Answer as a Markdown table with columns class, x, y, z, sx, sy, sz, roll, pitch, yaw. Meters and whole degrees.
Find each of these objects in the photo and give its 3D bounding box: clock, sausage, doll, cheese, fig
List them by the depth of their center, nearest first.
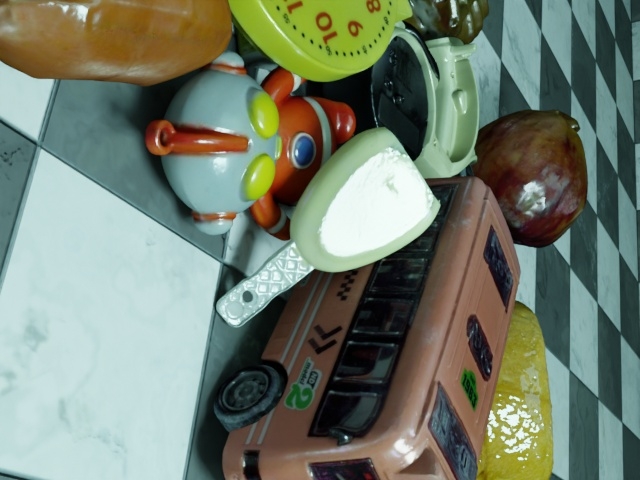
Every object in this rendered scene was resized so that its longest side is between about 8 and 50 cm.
| class | x | y | z | sx | sy | sz | roll | pitch | yaw |
| --- | --- | --- | --- | --- | --- | --- | --- | --- | --- |
| sausage | -0.168 | -0.189 | 0.695 | 0.258 | 0.133 | 0.133 | -10 | 92 | -59 |
| doll | -0.060 | -0.096 | 0.873 | 0.336 | 0.105 | 0.199 | -2 | 100 | -61 |
| cheese | 0.000 | 0.000 | 0.885 | 0.251 | 0.054 | 0.127 | -40 | 113 | -6 |
| clock | -0.002 | -0.306 | 0.888 | 0.293 | 0.071 | 0.277 | -47 | 117 | -44 |
| clock | 0.129 | -0.191 | 1.188 | 0.379 | 0.120 | 0.276 | 28 | 65 | -58 |
| fig | 0.348 | -0.107 | 1.479 | 0.224 | 0.224 | 0.263 | 61 | 33 | -32 |

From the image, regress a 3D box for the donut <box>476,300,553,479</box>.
| class | x | y | z | sx | sy | sz | roll | pitch | yaw |
| --- | --- | --- | --- | --- | --- | --- | --- | --- | --- |
| donut | 0.216 | 0.222 | 1.173 | 0.299 | 0.150 | 0.317 | -90 | 177 | -61 |

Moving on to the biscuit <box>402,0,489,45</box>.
| class | x | y | z | sx | sy | sz | roll | pitch | yaw |
| --- | --- | --- | --- | --- | --- | --- | --- | --- | --- |
| biscuit | 0.171 | -0.453 | 1.349 | 0.332 | 0.103 | 0.332 | 21 | 65 | -56 |

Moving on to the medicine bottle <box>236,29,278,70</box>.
| class | x | y | z | sx | sy | sz | roll | pitch | yaw |
| --- | --- | --- | --- | --- | --- | --- | --- | --- | --- |
| medicine bottle | -0.034 | -0.290 | 0.977 | 0.132 | 0.088 | 0.188 | -6 | 89 | -55 |

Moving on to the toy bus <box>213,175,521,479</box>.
| class | x | y | z | sx | sy | sz | roll | pitch | yaw |
| --- | --- | --- | --- | --- | --- | --- | --- | --- | --- |
| toy bus | 0.074 | 0.126 | 0.934 | 0.203 | 0.233 | 0.427 | 62 | 36 | -32 |
